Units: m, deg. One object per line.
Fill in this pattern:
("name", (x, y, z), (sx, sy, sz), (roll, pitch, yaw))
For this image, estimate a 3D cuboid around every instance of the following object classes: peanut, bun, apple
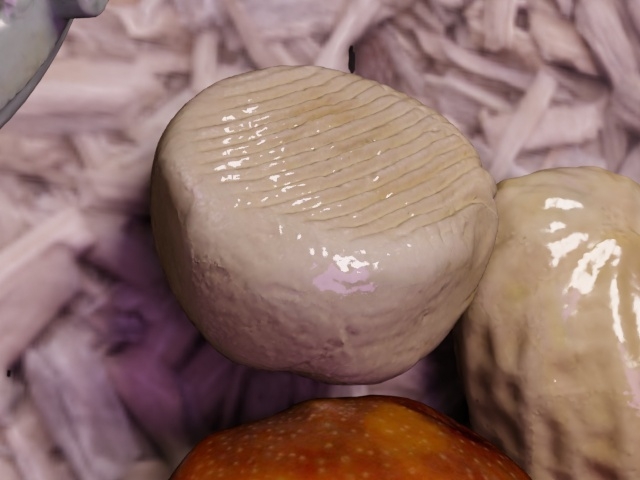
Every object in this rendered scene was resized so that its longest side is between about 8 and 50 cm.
("peanut", (0.157, 0.114, 0.630), (0.152, 0.152, 0.313), (-12, 99, -26))
("bun", (0.000, 0.000, 0.558), (0.173, 0.166, 0.113), (3, 133, -20))
("apple", (0.014, 0.182, 0.523), (0.230, 0.230, 0.230), (-1, 92, -27))

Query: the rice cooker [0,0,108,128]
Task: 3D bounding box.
("rice cooker", (-0.231, -0.132, 0.346), (0.317, 0.317, 0.264), (-9, 107, -27))
